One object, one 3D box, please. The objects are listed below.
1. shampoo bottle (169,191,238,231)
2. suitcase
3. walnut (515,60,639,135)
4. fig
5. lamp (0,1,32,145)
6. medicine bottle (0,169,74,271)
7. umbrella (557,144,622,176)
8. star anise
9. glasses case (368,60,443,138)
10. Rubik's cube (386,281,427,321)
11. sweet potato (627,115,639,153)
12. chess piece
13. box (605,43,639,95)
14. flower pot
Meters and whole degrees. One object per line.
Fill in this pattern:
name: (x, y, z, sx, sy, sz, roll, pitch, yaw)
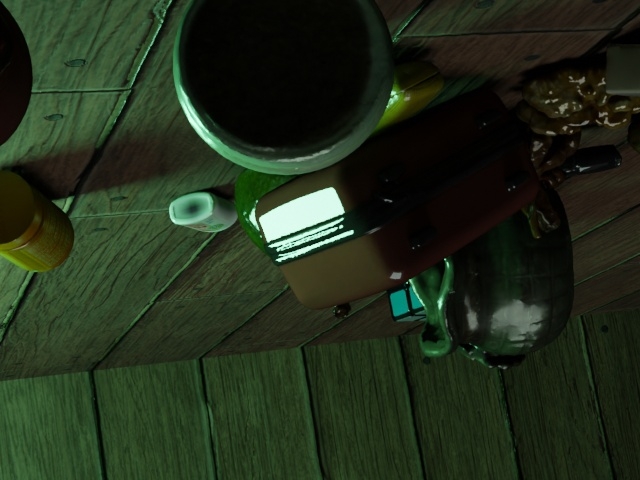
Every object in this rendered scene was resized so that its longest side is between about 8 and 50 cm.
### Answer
shampoo bottle: (-0.161, -0.039, 2.051, 0.072, 0.043, 0.099, -13, 167, 19)
suitcase: (0.092, -0.049, 1.726, 0.297, 0.161, 0.236, -31, -174, -36)
walnut: (0.324, -0.170, 1.751, 0.170, 0.069, 0.143, -11, 161, -2)
fig: (0.000, 0.000, 1.907, 0.203, 0.235, 0.203, -12, 165, -3)
lamp: (-0.349, -0.133, 1.206, 0.180, 0.180, 0.258, 2, 165, -42)
medicine bottle: (-0.381, -0.021, 1.843, 0.096, 0.096, 0.192, -10, 168, 3)
umbrella: (0.245, -0.089, 1.981, 0.340, 0.118, 0.118, -8, 168, -7)
star anise: (0.258, -0.099, 1.875, 0.212, 0.196, 0.111, 29, -168, -19)
glasses case: (0.049, -0.147, 1.650, 0.079, 0.064, 0.234, -31, -175, -38)
Rubik's cube: (0.212, 0.042, 2.427, 0.163, 0.162, 0.160, 1, 163, -37)
sweet potato: (0.484, -0.167, 1.919, 0.081, 0.062, 0.233, -4, 164, -18)
chess piece: (-0.032, -0.148, 1.368, 0.195, 0.194, 0.299, -9, 177, -1)
box: (0.528, -0.188, 1.683, 0.353, 0.069, 0.214, -2, -174, -37)
flower pot: (0.246, 0.043, 2.166, 0.213, 0.301, 0.302, -4, 167, -7)
